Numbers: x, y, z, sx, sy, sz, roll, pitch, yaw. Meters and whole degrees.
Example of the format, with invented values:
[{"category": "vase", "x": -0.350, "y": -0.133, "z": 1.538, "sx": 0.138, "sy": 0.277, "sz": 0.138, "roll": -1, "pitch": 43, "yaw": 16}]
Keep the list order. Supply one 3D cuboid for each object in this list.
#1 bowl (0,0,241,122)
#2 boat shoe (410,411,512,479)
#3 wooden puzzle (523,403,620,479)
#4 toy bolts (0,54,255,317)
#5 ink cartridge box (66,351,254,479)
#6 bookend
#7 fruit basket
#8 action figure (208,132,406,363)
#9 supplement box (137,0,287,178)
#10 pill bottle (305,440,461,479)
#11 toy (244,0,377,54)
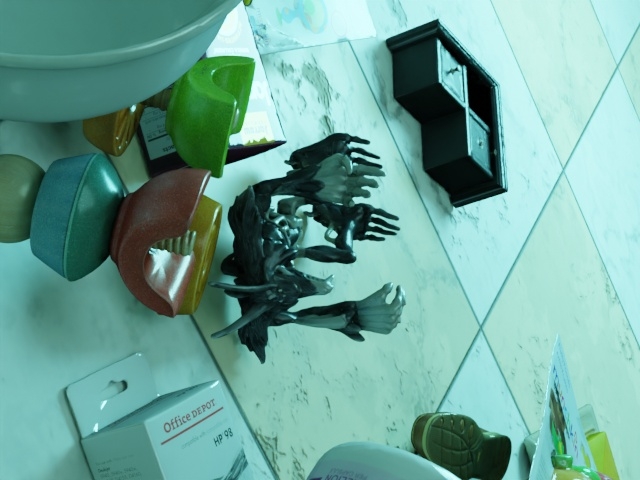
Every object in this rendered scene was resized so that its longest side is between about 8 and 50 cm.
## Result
[{"category": "bowl", "x": -0.185, "y": -0.173, "z": 0.891, "sx": 0.134, "sy": 0.298, "sz": 0.298, "roll": 105, "pitch": -3, "yaw": -49}, {"category": "boat shoe", "x": 0.132, "y": 0.208, "z": 1.386, "sx": 0.178, "sy": 0.060, "sz": 0.064, "roll": 28, "pitch": 76, "yaw": -55}, {"category": "wooden puzzle", "x": 0.331, "y": 0.325, "z": 1.685, "sx": 0.239, "sy": 0.044, "sz": 0.221, "roll": -10, "pitch": 82, "yaw": -62}, {"category": "toy bolts", "x": -0.157, "y": -0.031, "z": 0.984, "sx": 0.228, "sy": 0.158, "sz": 0.218, "roll": -74, "pitch": 179, "yaw": -60}, {"category": "ink cartridge box", "x": -0.104, "y": 0.169, "z": 0.984, "sx": 0.104, "sy": 0.060, "sz": 0.180, "roll": -25, "pitch": 96, "yaw": -61}, {"category": "bookend", "x": 0.148, "y": -0.147, "z": 1.599, "sx": 0.157, "sy": 0.072, "sz": 0.156, "roll": 37, "pitch": 44, "yaw": -46}, {"category": "fruit basket", "x": 0.281, "y": 0.321, "z": 1.432, "sx": 0.353, "sy": 0.165, "sz": 0.327, "roll": -56, "pitch": 133, "yaw": -55}, {"category": "action figure", "x": 0.000, "y": 0.000, "z": 1.179, "sx": 0.275, "sy": 0.141, "sz": 0.164, "roll": -55, "pitch": 141, "yaw": -59}, {"category": "supplement box", "x": -0.109, "y": -0.154, "z": 1.138, "sx": 0.104, "sy": 0.081, "sz": 0.188, "roll": -16, "pitch": 88, "yaw": -62}, {"category": "pill bottle", "x": 0.005, "y": 0.301, "z": 0.924, "sx": 0.169, "sy": 0.169, "sz": 0.301, "roll": 52, "pitch": 56, "yaw": -33}, {"category": "toy", "x": -0.041, "y": -0.250, "z": 1.343, "sx": 0.237, "sy": 0.056, "sz": 0.137, "roll": -20, "pitch": 96, "yaw": -57}]
